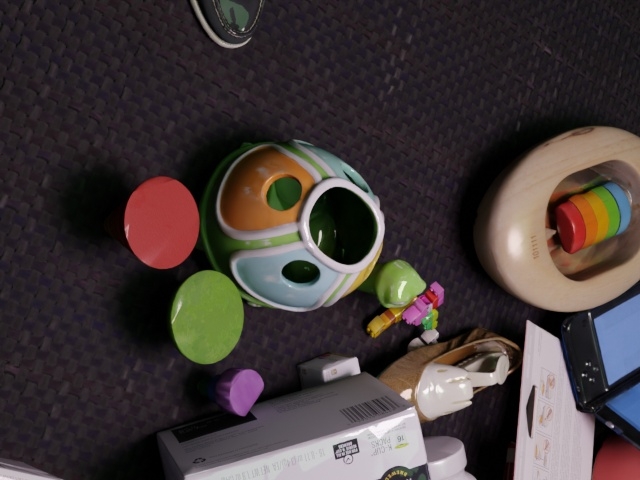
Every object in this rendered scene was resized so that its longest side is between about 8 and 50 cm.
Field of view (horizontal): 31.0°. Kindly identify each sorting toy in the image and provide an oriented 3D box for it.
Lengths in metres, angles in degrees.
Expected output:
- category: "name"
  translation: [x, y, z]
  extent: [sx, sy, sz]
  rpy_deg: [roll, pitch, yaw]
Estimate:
- category: "sorting toy"
  translation: [-0.201, 0.083, 1.582]
  extent: [0.127, 0.126, 0.365]
  rpy_deg: [-42, 118, -38]

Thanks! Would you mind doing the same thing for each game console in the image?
- category: "game console"
  translation: [0.591, 0.207, 1.990]
  extent: [0.293, 0.173, 0.250]
  rpy_deg: [-23, 103, -34]

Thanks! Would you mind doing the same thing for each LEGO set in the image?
- category: "LEGO set"
  translation: [0.127, 0.123, 1.807]
  extent: [0.093, 0.087, 0.227]
  rpy_deg: [-37, 156, -15]

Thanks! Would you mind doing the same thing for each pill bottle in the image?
- category: "pill bottle"
  translation: [0.190, 0.456, 1.838]
  extent: [0.153, 0.153, 0.264]
  rpy_deg: [-18, 101, -33]

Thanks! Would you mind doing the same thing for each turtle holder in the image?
- category: "turtle holder"
  translation: [-0.016, 0.006, 1.635]
  extent: [0.243, 0.227, 0.320]
  rpy_deg: [-38, 111, -28]

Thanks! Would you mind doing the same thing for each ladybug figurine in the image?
- category: "ladybug figurine"
  translation: [0.430, -0.040, 1.985]
  extent: [0.449, 0.162, 0.305]
  rpy_deg: [-15, 99, -33]

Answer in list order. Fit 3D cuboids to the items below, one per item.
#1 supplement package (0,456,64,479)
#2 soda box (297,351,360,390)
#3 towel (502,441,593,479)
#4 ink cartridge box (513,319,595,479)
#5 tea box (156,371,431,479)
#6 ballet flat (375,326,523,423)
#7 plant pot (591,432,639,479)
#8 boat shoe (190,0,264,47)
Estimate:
- category: "supplement package"
  translation: [-0.448, 0.359, 1.391]
  extent: [0.194, 0.149, 0.203]
  rpy_deg: [21, 78, -34]
- category: "soda box"
  translation: [0.031, 0.285, 1.769]
  extent: [0.069, 0.074, 0.216]
  rpy_deg: [-19, 102, -33]
- category: "towel"
  translation: [0.391, 0.539, 2.008]
  extent: [0.237, 0.037, 0.328]
  rpy_deg: [24, 64, -35]
- category: "ink cartridge box"
  translation: [0.380, 0.311, 1.959]
  extent: [0.261, 0.066, 0.296]
  rpy_deg: [28, 63, -44]
- category: "tea box"
  translation: [-0.023, 0.396, 1.596]
  extent: [0.329, 0.220, 0.323]
  rpy_deg: [-15, 102, -15]
- category: "ballet flat"
  translation: [0.211, 0.219, 1.819]
  extent: [0.342, 0.124, 0.116]
  rpy_deg: [-15, 102, -48]
- category: "plant pot"
  translation: [0.641, 0.449, 2.073]
  extent: [0.275, 0.243, 0.274]
  rpy_deg: [6, 83, -49]
- category: "boat shoe"
  translation: [-0.115, -0.447, 1.622]
  extent: [0.127, 0.113, 0.339]
  rpy_deg: [1, 91, -35]
